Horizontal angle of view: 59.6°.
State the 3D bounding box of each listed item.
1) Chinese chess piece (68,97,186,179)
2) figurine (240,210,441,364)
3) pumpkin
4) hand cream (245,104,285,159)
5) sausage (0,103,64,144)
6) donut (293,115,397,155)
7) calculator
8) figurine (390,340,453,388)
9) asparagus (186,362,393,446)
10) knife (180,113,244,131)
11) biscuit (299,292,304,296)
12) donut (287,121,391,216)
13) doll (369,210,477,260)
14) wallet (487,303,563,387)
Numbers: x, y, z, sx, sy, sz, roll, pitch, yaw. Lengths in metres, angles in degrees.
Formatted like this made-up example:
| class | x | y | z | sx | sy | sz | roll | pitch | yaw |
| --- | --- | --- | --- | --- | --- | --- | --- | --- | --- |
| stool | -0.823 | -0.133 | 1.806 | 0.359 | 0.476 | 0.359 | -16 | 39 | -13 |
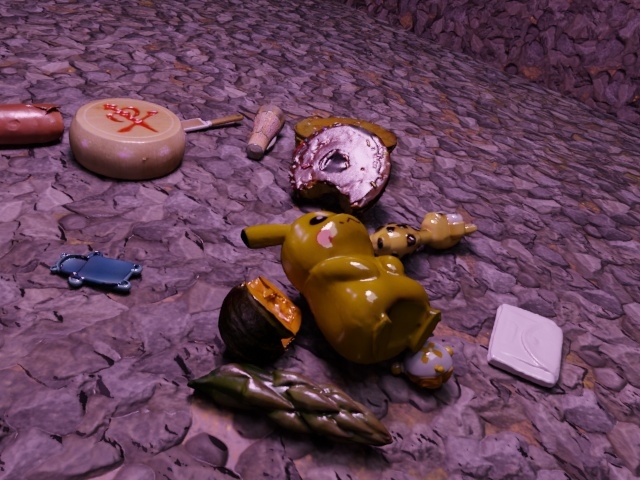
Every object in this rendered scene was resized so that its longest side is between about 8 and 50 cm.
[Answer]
| class | x | y | z | sx | sy | sz | roll | pitch | yaw |
| --- | --- | --- | --- | --- | --- | --- | --- | --- | --- |
| Chinese chess piece | -0.434 | -0.234 | 1.267 | 0.251 | 0.097 | 0.250 | 10 | 34 | -7 |
| figurine | 0.041 | 0.061 | 0.913 | 0.218 | 0.169 | 0.326 | 4 | 41 | -45 |
| pumpkin | -0.096 | 0.125 | 0.827 | 0.119 | 0.108 | 0.183 | 49 | 2 | 6 |
| hand cream | -0.150 | -0.279 | 1.462 | 0.084 | 0.083 | 0.203 | 14 | 38 | 0 |
| sausage | -0.761 | -0.238 | 1.161 | 0.419 | 0.094 | 0.094 | -9 | 1 | -31 |
| donut | 0.057 | -0.242 | 1.461 | 0.272 | 0.107 | 0.272 | 7 | 30 | -4 |
| calculator | -0.376 | 0.050 | 0.936 | 0.141 | 0.019 | 0.094 | 12 | 33 | 0 |
| figurine | 0.163 | 0.177 | 0.901 | 0.102 | 0.068 | 0.143 | -1 | 32 | 7 |
| asparagus | -0.037 | 0.217 | 0.758 | 0.288 | 0.080 | 0.080 | 20 | 34 | 8 |
| knife | -0.319 | -0.309 | 1.488 | 0.256 | 0.022 | 0.046 | -21 | 52 | -35 |
| biscuit | 0.029 | 0.089 | 1.024 | 0.130 | 0.019 | 0.119 | 32 | 37 | 25 |
| donut | 0.048 | -0.158 | 1.273 | 0.231 | 0.096 | 0.216 | 7 | 68 | 14 |
| doll | 0.217 | -0.013 | 1.185 | 0.291 | 0.086 | 0.117 | -11 | 11 | -35 |
| wallet | 0.369 | 0.181 | 1.002 | 0.124 | 0.031 | 0.183 | 21 | 35 | 15 |
